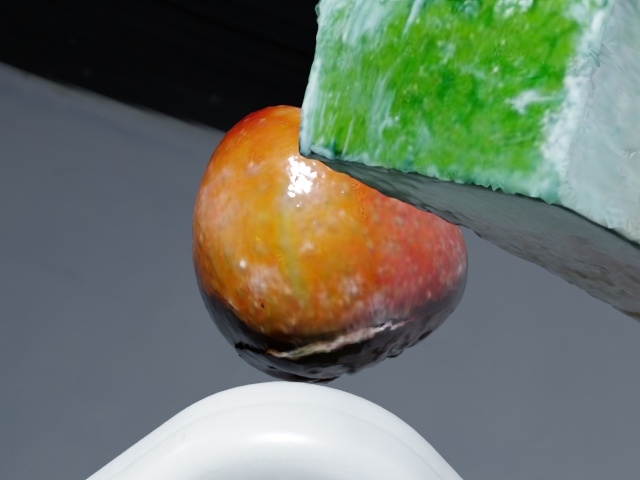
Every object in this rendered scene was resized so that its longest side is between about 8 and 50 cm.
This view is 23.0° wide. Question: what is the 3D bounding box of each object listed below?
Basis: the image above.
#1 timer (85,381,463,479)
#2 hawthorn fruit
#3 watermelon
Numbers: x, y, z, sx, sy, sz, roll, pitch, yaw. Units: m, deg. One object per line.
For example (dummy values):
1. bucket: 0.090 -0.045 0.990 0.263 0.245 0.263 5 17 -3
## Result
1. timer: -0.026 0.190 0.690 0.262 0.237 0.087 -37 18 20
2. hawthorn fruit: 0.000 0.000 0.953 0.173 0.173 0.173 -46 33 43
3. watermelon: 0.166 -0.098 0.651 0.264 0.302 0.151 -62 10 -10
